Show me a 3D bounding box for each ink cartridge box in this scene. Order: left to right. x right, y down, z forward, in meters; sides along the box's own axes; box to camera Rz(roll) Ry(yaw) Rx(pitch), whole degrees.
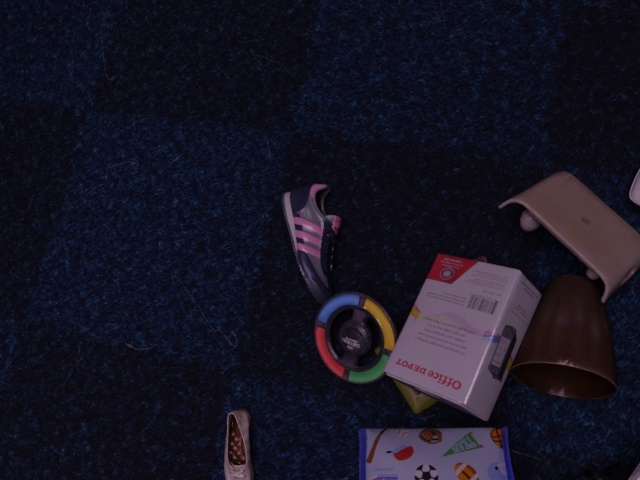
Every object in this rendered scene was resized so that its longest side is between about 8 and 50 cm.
[{"bbox_3d":[0.309,0.201,1.481,0.226,0.131,0.306,15,74,46],"label":"ink cartridge box"}]

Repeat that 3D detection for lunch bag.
[{"bbox_3d":[0.234,0.581,1.357,0.327,0.239,0.385,-2,51,7],"label":"lunch bag"}]

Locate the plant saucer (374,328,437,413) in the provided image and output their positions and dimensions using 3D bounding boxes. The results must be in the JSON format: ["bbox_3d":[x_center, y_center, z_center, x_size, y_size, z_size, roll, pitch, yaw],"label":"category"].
[{"bbox_3d":[0.249,0.283,1.611,0.188,0.045,0.188,-36,71,5],"label":"plant saucer"}]

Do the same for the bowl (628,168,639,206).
[{"bbox_3d":[0.793,-0.120,1.557,0.142,0.053,0.142,29,86,20],"label":"bowl"}]

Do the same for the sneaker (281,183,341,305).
[{"bbox_3d":[0.000,0.000,1.714,0.131,0.112,0.319,-21,73,13],"label":"sneaker"}]

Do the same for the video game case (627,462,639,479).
[{"bbox_3d":[0.701,0.524,1.367,0.227,0.026,0.206,37,88,-20],"label":"video game case"}]

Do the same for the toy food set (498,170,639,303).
[{"bbox_3d":[0.573,-0.016,1.533,0.219,0.092,0.306,-26,65,-39],"label":"toy food set"}]

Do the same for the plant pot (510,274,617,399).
[{"bbox_3d":[0.542,0.200,1.482,0.215,0.215,0.230,10,64,17],"label":"plant pot"}]

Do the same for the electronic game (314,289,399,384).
[{"bbox_3d":[0.084,0.233,1.628,0.229,0.048,0.229,5,100,31],"label":"electronic game"}]

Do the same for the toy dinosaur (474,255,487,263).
[{"bbox_3d":[0.386,0.082,1.638,0.090,0.047,0.082,40,78,-13],"label":"toy dinosaur"}]

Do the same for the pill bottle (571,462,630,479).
[{"bbox_3d":[0.554,0.560,1.417,0.219,0.123,0.123,-32,71,4],"label":"pill bottle"}]

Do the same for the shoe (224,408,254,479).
[{"bbox_3d":[-0.207,0.526,1.668,0.076,0.058,0.219,-6,75,14],"label":"shoe"}]
